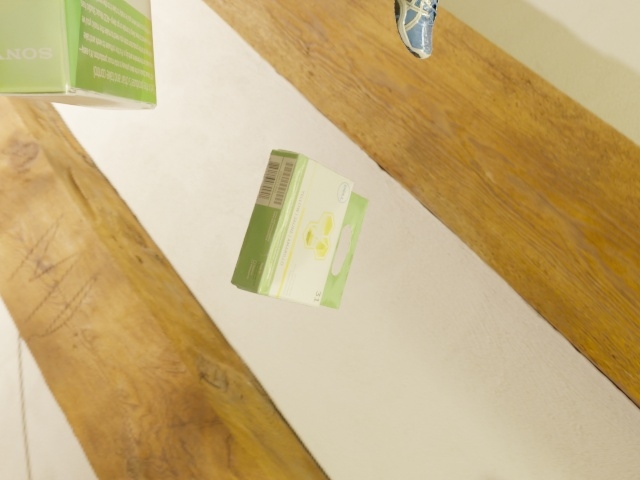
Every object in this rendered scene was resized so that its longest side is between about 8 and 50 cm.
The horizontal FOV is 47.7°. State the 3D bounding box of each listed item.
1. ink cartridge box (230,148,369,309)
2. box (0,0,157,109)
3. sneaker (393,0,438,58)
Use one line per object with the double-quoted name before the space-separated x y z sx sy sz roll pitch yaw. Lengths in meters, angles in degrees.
"ink cartridge box" 0.000 0.000 0.927 0.056 0.235 0.171 14 -94 38
"box" -0.167 -0.251 0.478 0.058 0.232 0.322 -3 -82 0
"sneaker" 0.174 -0.419 1.239 0.081 0.080 0.211 2 -69 29
